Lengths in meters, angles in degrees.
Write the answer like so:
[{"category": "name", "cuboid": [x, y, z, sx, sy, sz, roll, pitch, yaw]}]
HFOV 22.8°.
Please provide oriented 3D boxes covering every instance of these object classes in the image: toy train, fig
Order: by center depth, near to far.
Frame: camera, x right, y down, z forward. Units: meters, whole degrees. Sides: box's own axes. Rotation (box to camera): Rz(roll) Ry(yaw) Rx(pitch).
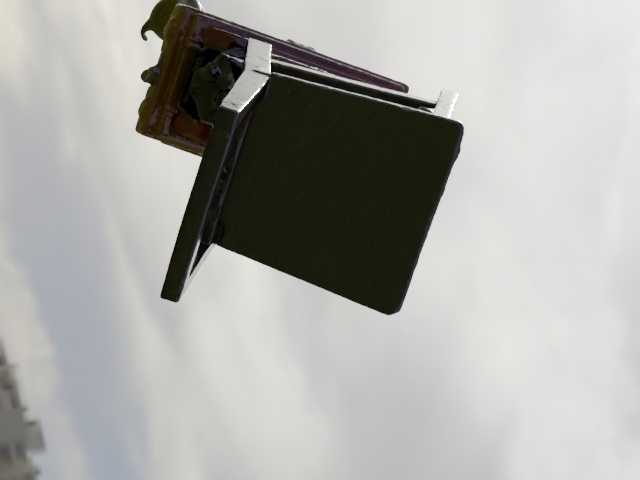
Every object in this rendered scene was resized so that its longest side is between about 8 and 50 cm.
[{"category": "toy train", "cuboid": [-0.026, -0.145, 1.844, 0.231, 0.369, 0.163, 24, -83, 59]}, {"category": "fig", "cuboid": [-0.214, -0.315, 2.288, 0.084, 0.098, 0.082, 84, 1, -71]}]

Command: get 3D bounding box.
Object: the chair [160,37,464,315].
[{"category": "chair", "cuboid": [0.007, -0.051, 1.517, 0.416, 0.240, 0.203, -87, -164, -74]}]
